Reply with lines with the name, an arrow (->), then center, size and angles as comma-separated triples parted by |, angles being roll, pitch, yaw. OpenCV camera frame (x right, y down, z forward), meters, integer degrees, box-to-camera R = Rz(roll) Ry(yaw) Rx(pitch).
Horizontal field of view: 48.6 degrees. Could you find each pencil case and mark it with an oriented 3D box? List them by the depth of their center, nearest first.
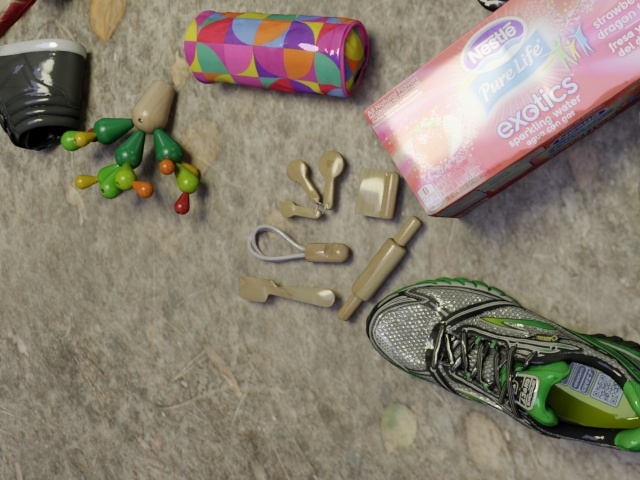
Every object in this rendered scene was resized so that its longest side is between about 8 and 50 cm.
pencil case -> -0.057, -0.239, 0.905 | 0.236, 0.104, 0.104 | 11, 96, 24

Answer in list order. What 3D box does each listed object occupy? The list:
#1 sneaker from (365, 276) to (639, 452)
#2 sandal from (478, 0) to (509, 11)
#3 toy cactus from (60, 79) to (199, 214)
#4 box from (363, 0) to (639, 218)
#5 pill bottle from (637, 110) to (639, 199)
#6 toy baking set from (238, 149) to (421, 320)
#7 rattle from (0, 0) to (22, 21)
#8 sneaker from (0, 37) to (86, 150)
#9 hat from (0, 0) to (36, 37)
sneaker -> 0.209, 0.127, 0.775 | 0.343, 0.146, 0.134 | 13, 96, 22
sandal -> 0.287, -0.337, 0.781 | 0.254, 0.054, 0.097 | -29, 80, 20
toy cactus -> -0.250, -0.134, 0.997 | 0.219, 0.112, 0.180 | 19, 80, 23
box -> 0.218, -0.160, 0.761 | 0.300, 0.154, 0.142 | -35, 79, 20
pill bottle -> 0.392, -0.029, 0.704 | 0.131, 0.131, 0.229 | -11, 87, 22
toy baking set -> 0.006, 0.003, 0.921 | 0.196, 0.030, 0.256 | 37, 104, 20
rattle -> -0.526, -0.391, 1.073 | 0.199, 0.143, 0.130 | -5, 71, 28
sneaker -> -0.487, -0.205, 1.073 | 0.295, 0.104, 0.147 | -6, 84, 18
hat -> -0.411, -0.373, 1.047 | 0.173, 0.208, 0.184 | -124, 31, -46
